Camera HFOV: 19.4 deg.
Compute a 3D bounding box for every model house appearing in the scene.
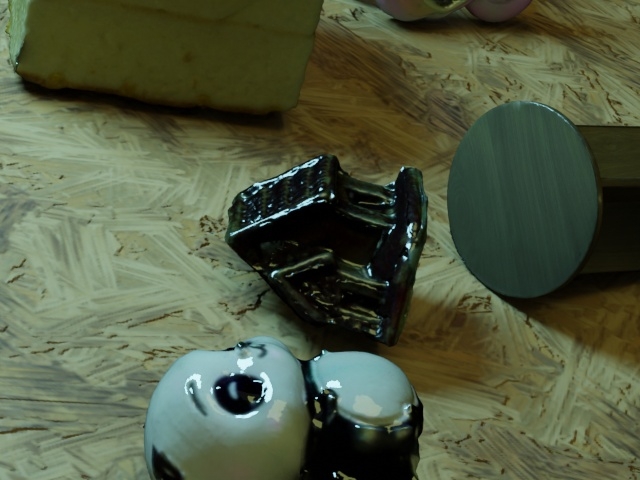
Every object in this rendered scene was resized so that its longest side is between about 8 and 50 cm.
[{"bbox_3d":[0.000,0.003,1.485,0.152,0.106,0.165,15,26,-7],"label":"model house"}]

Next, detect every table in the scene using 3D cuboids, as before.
[{"bbox_3d":[0.247,-0.037,1.646,0.226,0.167,0.167,-2,34,-44],"label":"table"}]

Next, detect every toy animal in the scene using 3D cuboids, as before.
[{"bbox_3d":[-0.026,0.134,1.230,0.179,0.138,0.166,17,14,-9],"label":"toy animal"}]

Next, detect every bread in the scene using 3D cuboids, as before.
[{"bbox_3d":[-0.149,-0.271,1.762,0.279,0.207,0.279,5,31,-17],"label":"bread"}]

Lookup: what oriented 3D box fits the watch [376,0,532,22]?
[{"bbox_3d":[0.111,-0.359,2.065,0.248,0.211,0.217,-12,32,-27],"label":"watch"}]
